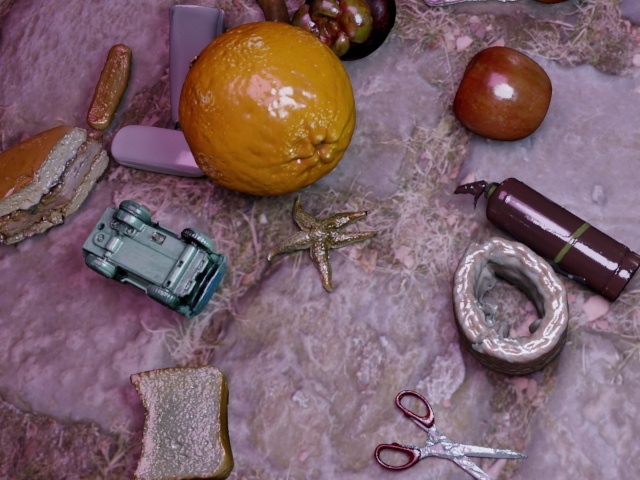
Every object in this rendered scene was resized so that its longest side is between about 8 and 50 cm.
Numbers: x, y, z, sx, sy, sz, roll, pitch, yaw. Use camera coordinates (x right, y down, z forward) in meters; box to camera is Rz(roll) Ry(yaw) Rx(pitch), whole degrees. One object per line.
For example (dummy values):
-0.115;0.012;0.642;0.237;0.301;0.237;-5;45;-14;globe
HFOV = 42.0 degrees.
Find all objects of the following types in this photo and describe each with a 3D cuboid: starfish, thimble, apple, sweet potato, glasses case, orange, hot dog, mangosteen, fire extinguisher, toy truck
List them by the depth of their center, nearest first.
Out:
0.331;0.115;1.461;0.196;0.148;0.229;-9;69;8;thimble
0.403;-0.015;1.511;0.341;0.105;0.141;35;34;19;fire extinguisher
-0.092;-0.241;1.590;0.340;0.340;0.293;-42;54;-7;orange
0.348;-0.282;1.608;0.169;0.181;0.181;22;73;-5;apple
-0.323;0.036;1.622;0.279;0.156;0.155;24;75;19;toy truck
-0.001;0.000;1.638;0.224;0.050;0.216;-20;73;8;starfish
0.054;-0.467;1.722;0.210;0.210;0.209;-4;68;10;mangosteen
-0.334;-0.190;1.770;0.234;0.059;0.092;9;72;14;glasses case
-0.266;-0.377;1.821;0.128;0.083;0.308;-6;67;3;glasses case
-0.117;-0.542;1.865;0.075;0.075;0.273;-22;69;2;sweet potato
-0.466;-0.339;1.866;0.066;0.047;0.215;10;70;0;hot dog

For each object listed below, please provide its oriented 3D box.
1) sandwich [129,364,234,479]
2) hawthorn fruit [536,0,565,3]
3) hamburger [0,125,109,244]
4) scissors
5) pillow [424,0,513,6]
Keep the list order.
-0.256;0.341;1.534;0.186;0.065;0.214;-7;68;9;sandwich
0.501;-0.572;1.705;0.188;0.169;0.169;-3;67;-2;hawthorn fruit
-0.601;-0.122;1.753;0.245;0.155;0.282;7;65;22;hamburger
0.228;0.365;1.452;0.248;0.017;0.144;19;74;17;scissors
0.331;-0.566;1.797;0.233;0.038;0.130;-1;72;9;pillow
